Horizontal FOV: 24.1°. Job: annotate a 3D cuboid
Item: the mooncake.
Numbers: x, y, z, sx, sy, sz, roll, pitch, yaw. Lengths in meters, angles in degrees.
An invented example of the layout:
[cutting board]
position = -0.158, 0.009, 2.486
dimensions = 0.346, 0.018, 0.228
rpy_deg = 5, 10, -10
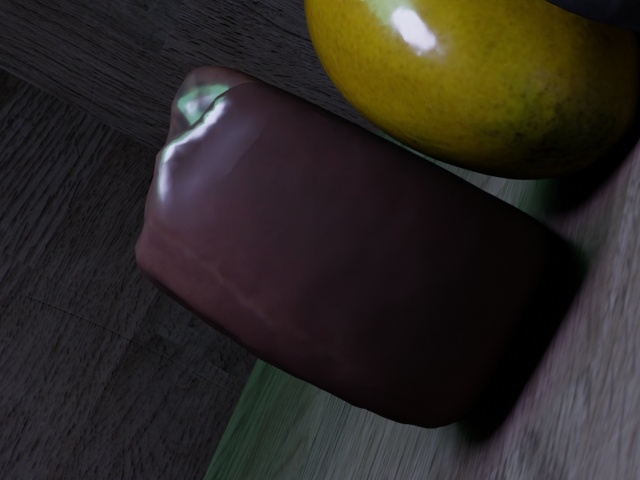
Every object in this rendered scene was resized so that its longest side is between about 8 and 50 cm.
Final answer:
[mooncake]
position = 0.000, 0.000, 1.031
dimensions = 0.326, 0.334, 0.174
rpy_deg = 35, 101, 46

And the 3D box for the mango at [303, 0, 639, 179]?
[mango]
position = 0.117, -0.167, 1.125
dimensions = 0.378, 0.264, 0.221
rpy_deg = -105, 37, -60

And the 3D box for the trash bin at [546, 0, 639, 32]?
[trash bin]
position = 0.199, -0.284, 0.760
dimensions = 0.252, 0.203, 0.301
rpy_deg = -71, -2, -48
